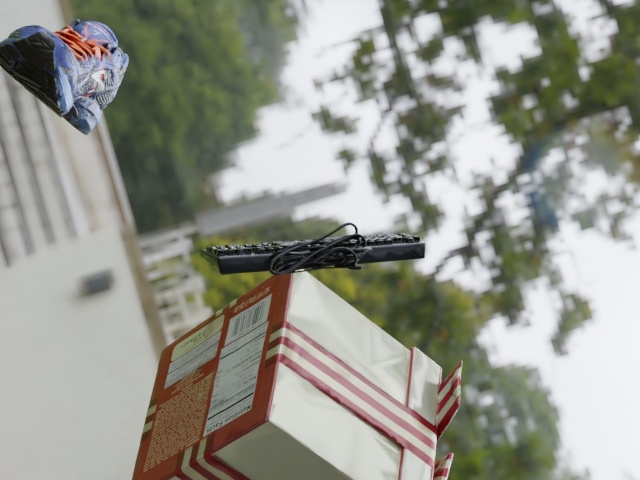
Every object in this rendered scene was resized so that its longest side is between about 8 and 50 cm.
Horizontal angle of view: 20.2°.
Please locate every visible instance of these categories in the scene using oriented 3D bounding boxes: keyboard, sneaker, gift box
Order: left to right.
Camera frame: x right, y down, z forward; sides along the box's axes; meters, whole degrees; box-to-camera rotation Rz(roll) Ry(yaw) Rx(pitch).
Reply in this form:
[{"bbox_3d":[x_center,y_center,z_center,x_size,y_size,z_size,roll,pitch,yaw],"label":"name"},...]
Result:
[{"bbox_3d":[-0.217,-0.156,1.541,0.083,0.087,0.221,39,-2,3],"label":"sneaker"},{"bbox_3d":[-0.012,0.195,1.881,0.258,0.255,0.276,39,43,-25],"label":"gift box"},{"bbox_3d":[0.000,0.000,1.520,0.100,0.192,0.038,-150,-123,-66],"label":"keyboard"}]
